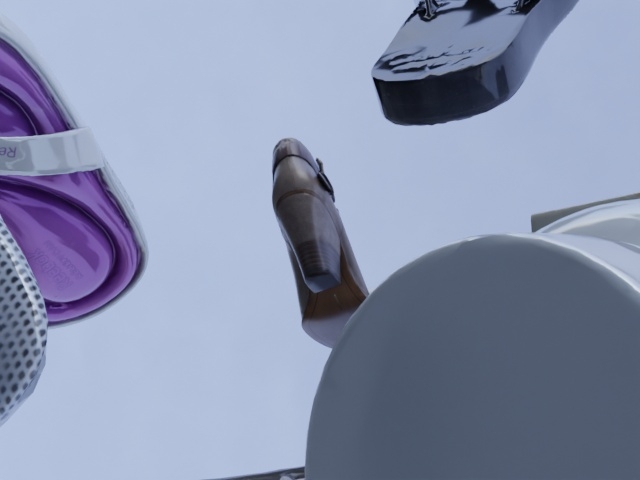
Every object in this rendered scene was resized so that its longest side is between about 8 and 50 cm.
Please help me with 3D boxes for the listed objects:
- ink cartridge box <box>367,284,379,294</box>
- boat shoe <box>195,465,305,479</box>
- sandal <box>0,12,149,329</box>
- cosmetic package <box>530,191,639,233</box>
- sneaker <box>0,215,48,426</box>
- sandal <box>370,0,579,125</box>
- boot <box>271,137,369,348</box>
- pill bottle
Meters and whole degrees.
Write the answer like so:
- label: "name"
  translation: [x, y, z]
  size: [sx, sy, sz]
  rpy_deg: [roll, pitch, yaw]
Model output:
- label: "ink cartridge box"
  translation: [0.157, 0.102, 1.312]
  size: [0.207, 0.283, 0.117]
  rpy_deg: [94, -28, -43]
- label: "boat shoe"
  translation: [-0.015, 0.145, 1.026]
  size: [0.112, 0.335, 0.095]
  rpy_deg: [-43, -116, 49]
- label: "sandal"
  translation: [-0.211, -0.034, 1.225]
  size: [0.169, 0.416, 0.102]
  rpy_deg: [-38, -121, 7]
- label: "cosmetic package"
  translation: [0.358, 0.017, 1.700]
  size: [0.309, 0.160, 0.113]
  rpy_deg: [-11, -110, 31]
- label: "sneaker"
  translation: [-0.164, 0.078, 0.325]
  size: [0.210, 0.137, 0.366]
  rpy_deg: [-18, -112, 33]
- label: "sandal"
  translation: [0.085, -0.133, 1.015]
  size: [0.097, 0.254, 0.054]
  rpy_deg: [-11, -68, 15]
- label: "boot"
  translation: [0.000, 0.000, 1.065]
  size: [0.118, 0.042, 0.087]
  rpy_deg: [73, 5, -60]
- label: "pill bottle"
  translation: [0.187, 0.096, 0.866]
  size: [0.224, 0.392, 0.224]
  rpy_deg: [-2, -92, 39]
